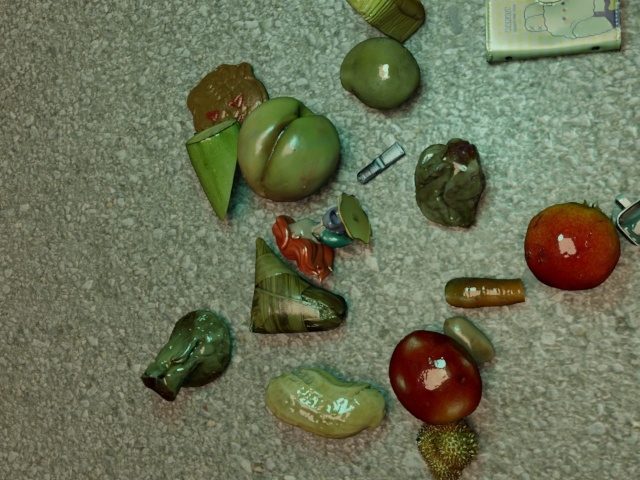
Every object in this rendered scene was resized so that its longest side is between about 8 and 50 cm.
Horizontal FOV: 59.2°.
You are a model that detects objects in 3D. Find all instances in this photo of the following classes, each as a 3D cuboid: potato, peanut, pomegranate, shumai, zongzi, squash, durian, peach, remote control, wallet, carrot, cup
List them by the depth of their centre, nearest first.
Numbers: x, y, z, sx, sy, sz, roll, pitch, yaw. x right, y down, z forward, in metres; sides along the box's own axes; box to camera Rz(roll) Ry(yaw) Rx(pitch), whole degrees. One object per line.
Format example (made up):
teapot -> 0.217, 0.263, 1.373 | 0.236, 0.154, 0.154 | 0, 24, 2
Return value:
cup -> 0.720, -0.051, 1.281 | 0.095, 0.129, 0.128 | -43, 73, 15
pomegranate -> 0.585, 0.007, 1.306 | 0.210, 0.210, 0.235 | 39, 63, 19
wallet -> 0.569, -0.560, 1.390 | 0.310, 0.077, 0.223 | 0, 92, 21
peach -> 0.282, 0.336, 1.403 | 0.244, 0.200, 0.243 | 29, 135, 34
shumai -> 0.316, -0.147, 1.423 | 0.184, 0.185, 0.217 | 9, 92, 23
carrot -> 0.415, 0.132, 1.429 | 0.194, 0.087, 0.087 | -3, 87, 25
durian -> 0.323, 0.523, 1.434 | 0.158, 0.137, 0.168 | -40, 60, 20
peanut -> 0.380, 0.254, 1.448 | 0.152, 0.076, 0.076 | 43, 104, 21
potato -> 0.156, -0.450, 1.517 | 0.235, 0.160, 0.177 | 19, 77, 36
peanut -> 0.006, 0.454, 1.555 | 0.340, 0.174, 0.158 | 17, 130, 22
peach -> -0.093, -0.247, 1.576 | 0.293, 0.247, 0.291 | 8, 117, 15
remote control -> 0.166, -0.213, 1.577 | 0.153, 0.027, 0.043 | -37, 71, 16
zongzi -> -0.070, 0.121, 1.619 | 0.286, 0.134, 0.287 | -5, 79, 17
squash -> -0.277, -0.213, 1.688 | 0.190, 0.189, 0.260 | -15, 113, 22
shumai -> -0.408, 0.345, 1.710 | 0.222, 0.204, 0.271 | 15, 91, 22

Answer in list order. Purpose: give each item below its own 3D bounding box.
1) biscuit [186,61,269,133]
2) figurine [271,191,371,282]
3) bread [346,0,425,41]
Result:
biscuit -> -0.291, -0.425, 1.766 | 0.273, 0.049, 0.257 | -26, 79, 19
figurine -> -0.006, -0.004, 1.568 | 0.257, 0.181, 0.208 | -24, 108, 28
bread -> 0.165, -0.620, 1.454 | 0.119, 0.288, 0.152 | -46, 72, 25
